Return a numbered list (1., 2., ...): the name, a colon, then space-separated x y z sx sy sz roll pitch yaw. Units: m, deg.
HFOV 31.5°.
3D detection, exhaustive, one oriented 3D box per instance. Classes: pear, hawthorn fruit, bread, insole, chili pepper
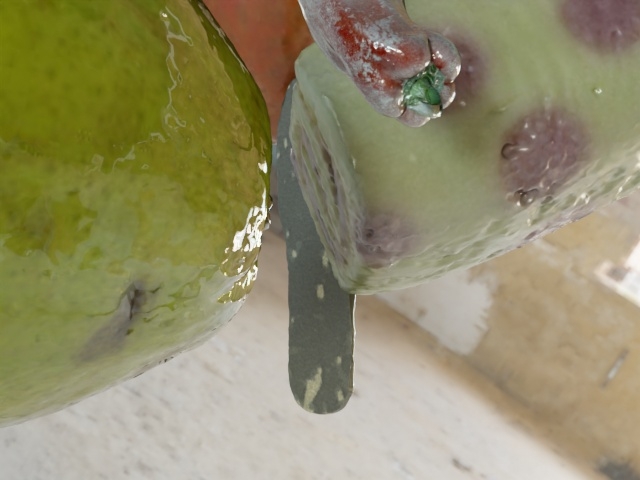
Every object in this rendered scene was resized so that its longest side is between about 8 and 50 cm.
1. pear: -0.146 -0.038 0.378 0.269 0.212 0.212 11 14 -10
2. hawthorn fruit: -0.018 -0.176 0.914 0.262 0.210 0.210 66 -5 -24
3. bread: 0.148 -0.095 0.708 0.155 0.338 0.187 64 -11 12
4. insole: 0.000 0.000 0.812 0.081 0.247 0.011 -6 -6 44
5. chili pepper: 0.015 -0.089 0.443 0.153 0.041 0.050 60 -1 40
